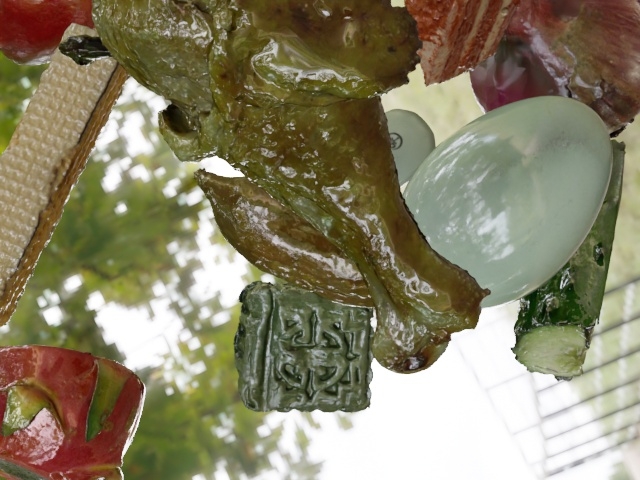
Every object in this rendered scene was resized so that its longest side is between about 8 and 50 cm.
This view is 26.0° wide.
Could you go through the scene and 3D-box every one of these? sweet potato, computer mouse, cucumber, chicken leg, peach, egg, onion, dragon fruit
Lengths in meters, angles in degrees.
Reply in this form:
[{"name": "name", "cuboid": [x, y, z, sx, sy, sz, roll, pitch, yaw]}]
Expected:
[{"name": "sweet potato", "cuboid": [0.000, 0.000, 1.840, 0.158, 0.370, 0.157, -166, 90, -87]}, {"name": "computer mouse", "cuboid": [0.053, -0.082, 1.647, 0.089, 0.182, 0.056, 52, -167, 16]}, {"name": "cucumber", "cuboid": [0.312, -0.001, 1.718, 0.145, 0.105, 0.325, 88, -161, -60]}, {"name": "chicken leg", "cuboid": [0.005, -0.082, 0.963, 0.361, 0.211, 0.140, 41, -129, -10]}, {"name": "peach", "cuboid": [-0.423, -0.398, 2.126, 0.248, 0.245, 0.274, -49, -31, -47]}, {"name": "egg", "cuboid": [0.191, -0.040, 1.441, 0.183, 0.264, 0.183, 37, -156, -19]}, {"name": "onion", "cuboid": [0.391, -0.343, 2.365, 0.385, 0.348, 0.347, 34, -147, -46]}, {"name": "dragon fruit", "cuboid": [-0.420, 0.283, 2.117, 0.290, 0.291, 0.189, 47, -133, -49]}]

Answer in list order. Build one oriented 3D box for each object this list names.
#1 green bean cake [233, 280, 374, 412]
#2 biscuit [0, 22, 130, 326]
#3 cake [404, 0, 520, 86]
[{"name": "green bean cake", "cuboid": [-0.030, 0.195, 2.554, 0.132, 0.255, 0.241, -130, 45, -73]}, {"name": "biscuit", "cuboid": [-0.344, -0.078, 1.667, 0.054, 0.094, 0.378, 55, -122, -75]}, {"name": "cake", "cuboid": [0.154, -0.336, 1.710, 0.160, 0.158, 0.262, 43, 144, 21]}]
